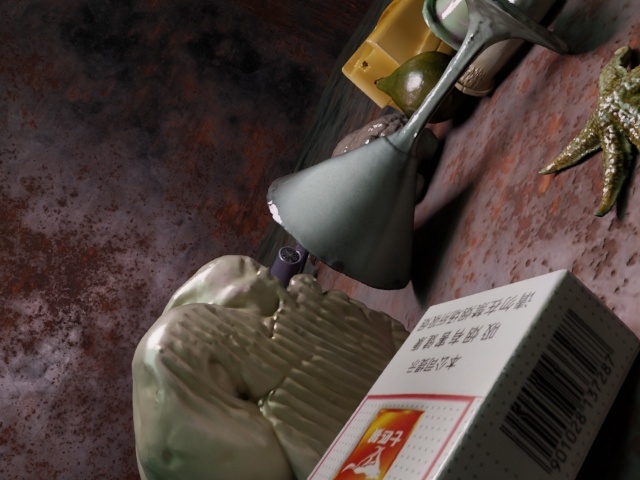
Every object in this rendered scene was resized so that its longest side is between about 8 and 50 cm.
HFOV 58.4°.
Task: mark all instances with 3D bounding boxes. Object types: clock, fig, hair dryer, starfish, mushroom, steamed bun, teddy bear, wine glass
[{"bbox_3d":[0.219,-0.445,1.197,0.317,0.200,0.244,-58,13,-7],"label":"clock"},{"bbox_3d":[0.172,-0.287,1.018,0.133,0.185,0.127,-36,-27,-32],"label":"fig"},{"bbox_3d":[-0.085,0.064,1.668,0.361,0.121,0.301,-65,-2,-48],"label":"hair dryer"},{"bbox_3d":[0.287,-0.119,0.557,0.217,0.050,0.223,118,176,-55],"label":"starfish"},{"bbox_3d":[0.285,-0.323,0.879,0.092,0.081,0.223,-94,29,-56],"label":"mushroom"},{"bbox_3d":[-0.064,0.198,0.705,0.247,0.339,0.352,-56,14,39],"label":"steamed bun"},{"bbox_3d":[0.109,-0.148,1.119,0.236,0.151,0.267,-67,12,-12],"label":"teddy bear"},{"bbox_3d":[0.135,-0.160,0.825,0.406,0.267,0.267,-54,15,24],"label":"wine glass"}]

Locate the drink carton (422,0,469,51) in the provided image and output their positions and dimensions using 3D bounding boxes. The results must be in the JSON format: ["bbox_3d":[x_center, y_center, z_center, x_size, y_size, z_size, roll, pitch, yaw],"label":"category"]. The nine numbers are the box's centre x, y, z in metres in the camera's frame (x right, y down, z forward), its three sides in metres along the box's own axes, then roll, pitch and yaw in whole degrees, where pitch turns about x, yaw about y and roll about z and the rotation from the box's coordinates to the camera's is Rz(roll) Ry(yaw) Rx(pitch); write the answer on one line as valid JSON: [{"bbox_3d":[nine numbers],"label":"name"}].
[{"bbox_3d":[0.277,-0.419,0.981,0.142,0.144,0.146,-40,27,52],"label":"drink carton"}]

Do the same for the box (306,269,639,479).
[{"bbox_3d":[0.082,0.186,0.454,0.330,0.095,0.210,-50,5,-23],"label":"box"}]

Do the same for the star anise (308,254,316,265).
[{"bbox_3d":[-0.001,-0.001,1.585,0.141,0.042,0.141,-60,14,26],"label":"star anise"}]
